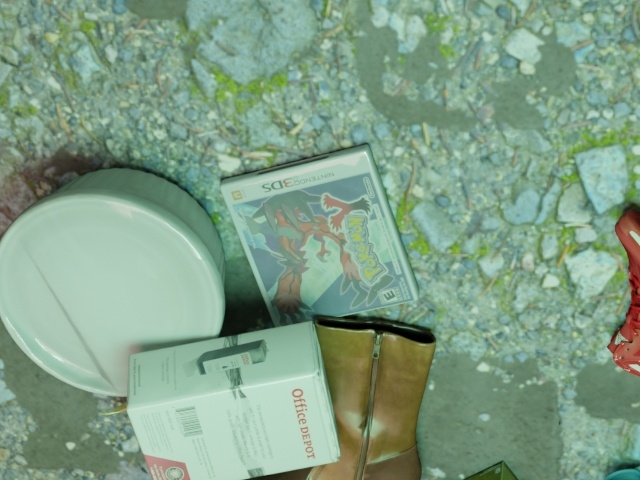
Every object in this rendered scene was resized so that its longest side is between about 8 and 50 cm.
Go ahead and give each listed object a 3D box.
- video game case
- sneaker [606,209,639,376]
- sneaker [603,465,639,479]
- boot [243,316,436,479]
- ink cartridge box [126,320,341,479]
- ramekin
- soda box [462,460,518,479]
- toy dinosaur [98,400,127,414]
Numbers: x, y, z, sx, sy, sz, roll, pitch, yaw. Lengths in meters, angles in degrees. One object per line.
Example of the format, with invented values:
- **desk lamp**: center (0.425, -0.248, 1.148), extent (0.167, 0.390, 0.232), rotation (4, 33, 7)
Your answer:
- **video game case**: center (0.000, 0.000, 1.588), extent (0.183, 0.023, 0.201), rotation (-13, 115, 17)
- **sneaker**: center (0.360, 0.078, 1.527), extent (0.128, 0.087, 0.221), rotation (-31, 107, 22)
- **sneaker**: center (0.390, 0.350, 1.652), extent (0.150, 0.135, 0.366), rotation (30, 111, 3)
- **boot**: center (0.000, 0.224, 1.663), extent (0.264, 0.096, 0.280), rotation (6, 120, 7)
- **ink cartridge box**: center (-0.096, 0.191, 1.548), extent (0.218, 0.092, 0.158), rotation (-9, 131, 2)
- **ramekin**: center (-0.235, 0.039, 1.595), extent (0.273, 0.127, 0.273), rotation (4, 119, 8)
- **soda box**: center (0.170, 0.352, 1.722), extent (0.181, 0.061, 0.058), rotation (-31, 109, 24)
- **toy dinosaur**: center (-0.189, 0.181, 1.717), extent (0.092, 0.053, 0.183), rotation (47, 111, 3)
